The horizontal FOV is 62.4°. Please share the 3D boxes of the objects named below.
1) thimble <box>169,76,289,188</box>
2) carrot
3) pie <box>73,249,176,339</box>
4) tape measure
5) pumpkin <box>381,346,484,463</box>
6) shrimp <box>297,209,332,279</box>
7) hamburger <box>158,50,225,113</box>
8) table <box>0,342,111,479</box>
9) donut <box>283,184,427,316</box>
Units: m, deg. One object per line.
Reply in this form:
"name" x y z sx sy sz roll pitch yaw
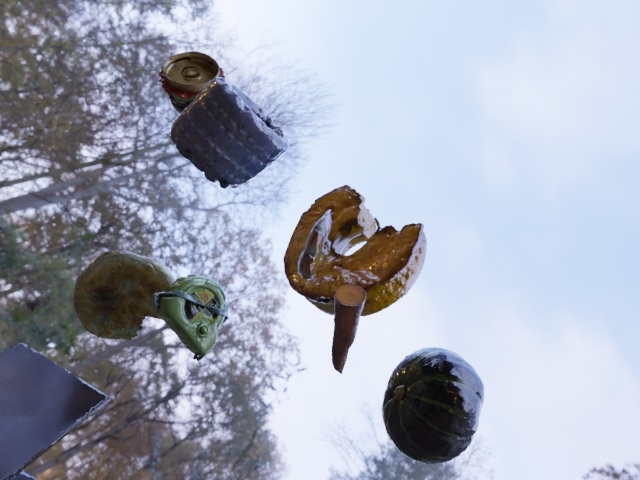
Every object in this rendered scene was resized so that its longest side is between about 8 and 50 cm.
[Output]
"thimble" -0.191 -0.220 1.117 0.172 0.236 0.205 -40 -83 12
"carrot" 0.043 0.184 1.020 0.057 0.057 0.224 35 -45 32
"pie" -0.578 0.172 1.575 0.075 0.337 0.338 -107 -162 -56
"tape measure" -0.327 0.177 1.359 0.200 0.175 0.106 51 -32 -19
"pumpkin" 0.317 0.469 1.516 0.241 0.323 0.323 29 -39 -12
"shrimp" 0.000 0.000 1.280 0.062 0.317 0.164 24 -80 4
"hamburger" -0.339 -0.411 1.422 0.175 0.175 0.137 45 -25 23
"table" -0.489 0.332 0.742 0.196 0.282 0.251 26 -73 8
"donut" 0.085 0.048 1.524 0.435 0.377 0.163 46 -10 49
